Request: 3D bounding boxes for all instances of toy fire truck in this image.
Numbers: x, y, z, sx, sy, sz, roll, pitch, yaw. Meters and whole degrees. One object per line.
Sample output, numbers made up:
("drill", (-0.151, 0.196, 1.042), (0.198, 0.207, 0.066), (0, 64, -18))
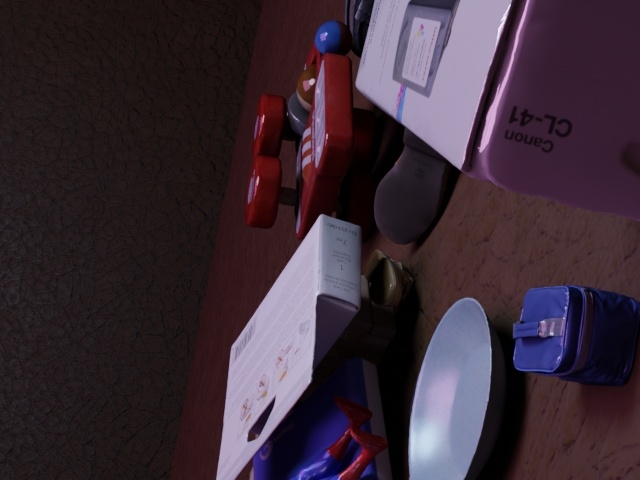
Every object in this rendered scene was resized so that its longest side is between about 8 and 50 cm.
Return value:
("toy fire truck", (0.004, -0.155, 1.602), (0.254, 0.169, 0.302), (109, 166, -49))

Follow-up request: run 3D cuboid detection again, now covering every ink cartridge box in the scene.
("ink cartridge box", (0.165, -0.105, 0.723), (0.306, 0.226, 0.131), (-124, 47, -72))
("ink cartridge box", (-0.037, 0.144, 1.340), (0.239, 0.060, 0.275), (-88, 24, -43))

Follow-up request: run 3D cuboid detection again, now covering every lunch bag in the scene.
("lunch bag", (0.178, 0.067, 0.857), (0.098, 0.065, 0.067), (156, 127, -74))

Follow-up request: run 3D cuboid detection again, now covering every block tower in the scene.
("block tower", (-0.004, 0.190, 1.508), (0.097, 0.091, 0.335), (-91, 19, -52))

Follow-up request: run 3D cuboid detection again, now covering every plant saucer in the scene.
("plant saucer", (0.129, 0.150, 1.063), (0.195, 0.037, 0.195), (-166, 90, -78))

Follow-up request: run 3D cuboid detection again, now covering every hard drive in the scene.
("hard drive", (0.002, 0.309, 1.279), (0.210, 0.040, 0.319), (-46, 32, 31))

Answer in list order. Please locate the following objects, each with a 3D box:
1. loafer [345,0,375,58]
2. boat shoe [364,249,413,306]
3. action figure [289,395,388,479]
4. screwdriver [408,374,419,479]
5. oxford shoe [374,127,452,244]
("loafer", (0.112, -0.363, 1.549), (0.095, 0.109, 0.303), (-106, 34, -59))
("boat shoe", (0.084, 0.046, 1.368), (0.135, 0.045, 0.050), (-101, 34, -71))
("action figure", (-0.064, 0.283, 1.231), (0.280, 0.139, 0.091), (-59, 26, 15))
("screwdriver", (0.099, 0.220, 1.197), (0.024, 0.025, 0.170), (-174, 89, -77))
("oxford shoe", (0.121, -0.082, 1.332), (0.076, 0.076, 0.212), (-45, -18, -47))
